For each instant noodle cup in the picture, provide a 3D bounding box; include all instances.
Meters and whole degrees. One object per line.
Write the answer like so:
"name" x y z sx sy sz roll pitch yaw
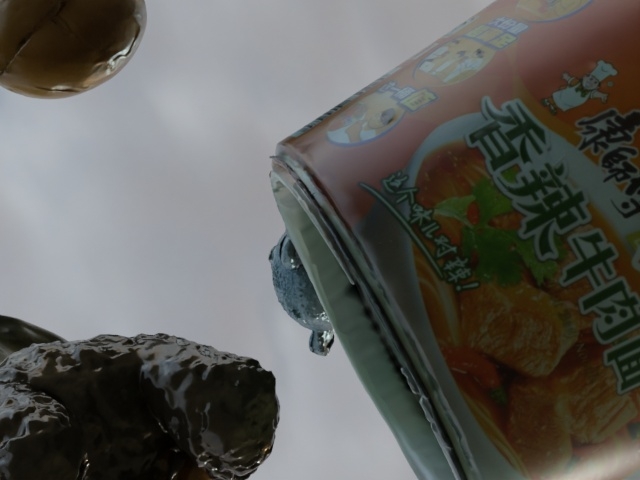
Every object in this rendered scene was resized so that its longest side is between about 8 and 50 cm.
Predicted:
"instant noodle cup" 0.116 0.008 0.784 0.296 0.214 0.296 61 174 10

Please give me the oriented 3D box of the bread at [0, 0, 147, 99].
"bread" -0.194 -0.172 1.191 0.114 0.077 0.189 27 -144 6

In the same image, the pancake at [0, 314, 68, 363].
"pancake" -0.262 0.137 1.257 0.294 0.294 0.049 41 -133 -38

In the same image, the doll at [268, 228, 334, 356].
"doll" -0.005 0.001 1.263 0.179 0.075 0.120 -83 -21 -51

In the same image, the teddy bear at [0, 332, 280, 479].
"teddy bear" -0.113 0.141 0.805 0.177 0.140 0.190 -20 -64 -37
